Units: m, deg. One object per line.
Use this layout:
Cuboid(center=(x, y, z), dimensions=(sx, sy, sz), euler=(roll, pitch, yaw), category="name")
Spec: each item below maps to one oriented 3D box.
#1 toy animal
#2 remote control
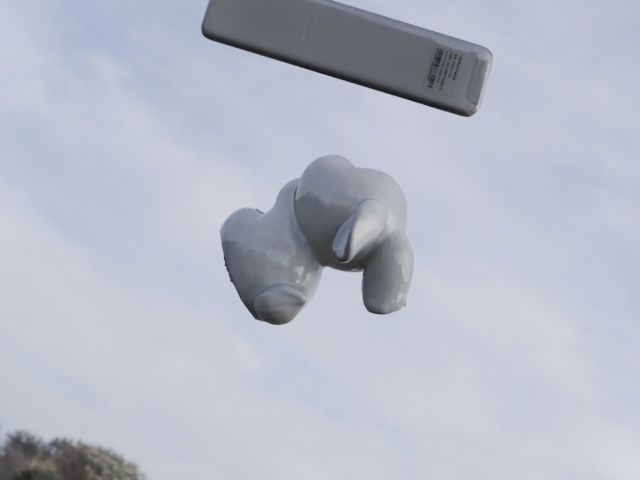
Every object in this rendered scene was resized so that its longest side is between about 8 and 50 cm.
Cuboid(center=(-0.004, 0.007, 1.091), dimensions=(0.193, 0.179, 0.127), euler=(-18, -56, 17), category="toy animal")
Cuboid(center=(0.024, -0.176, 0.953), dimensions=(0.260, 0.067, 0.029), euler=(17, -4, 1), category="remote control")
